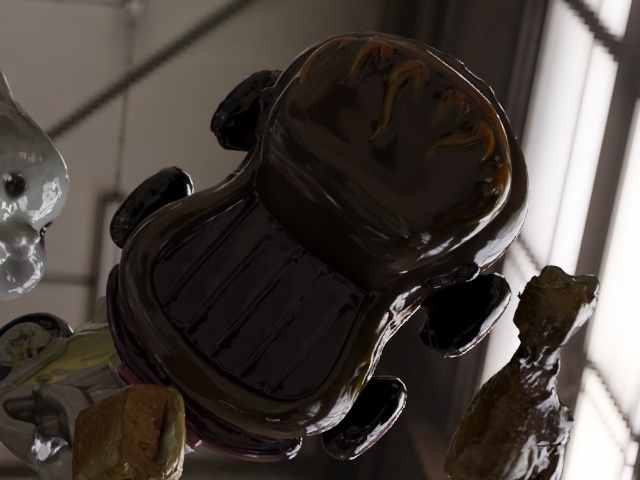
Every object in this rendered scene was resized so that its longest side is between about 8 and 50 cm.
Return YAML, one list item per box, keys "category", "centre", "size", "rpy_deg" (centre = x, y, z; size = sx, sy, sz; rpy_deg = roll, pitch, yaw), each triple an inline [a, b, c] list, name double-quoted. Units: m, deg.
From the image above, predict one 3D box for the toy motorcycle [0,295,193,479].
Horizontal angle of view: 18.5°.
- category: "toy motorcycle"
  centre: [-0.175, 0.138, 1.771]
  size: [0.341, 0.108, 0.223]
  rpy_deg: [-8, -137, 22]

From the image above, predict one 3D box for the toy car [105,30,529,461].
- category: "toy car"
  centre: [0.000, 0.000, 1.433]
  size: [0.271, 0.340, 0.240]
  rpy_deg: [43, 171, 4]

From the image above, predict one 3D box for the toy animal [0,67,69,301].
- category: "toy animal"
  centre: [-0.260, -0.029, 1.217]
  size: [0.193, 0.127, 0.178]
  rpy_deg: [-34, -124, -4]

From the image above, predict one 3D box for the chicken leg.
- category: "chicken leg"
  centre: [0.150, 0.109, 1.428]
  size: [0.087, 0.251, 0.107]
  rpy_deg: [19, -134, 9]

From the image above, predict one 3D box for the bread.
- category: "bread"
  centre: [-0.134, 0.142, 1.363]
  size: [0.053, 0.074, 0.132]
  rpy_deg: [11, 158, -23]
